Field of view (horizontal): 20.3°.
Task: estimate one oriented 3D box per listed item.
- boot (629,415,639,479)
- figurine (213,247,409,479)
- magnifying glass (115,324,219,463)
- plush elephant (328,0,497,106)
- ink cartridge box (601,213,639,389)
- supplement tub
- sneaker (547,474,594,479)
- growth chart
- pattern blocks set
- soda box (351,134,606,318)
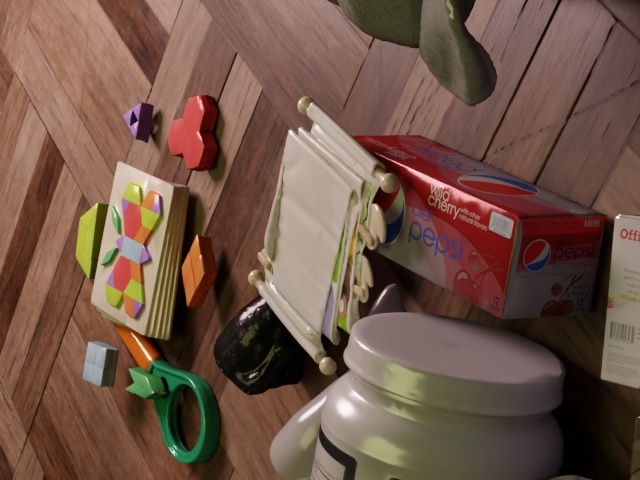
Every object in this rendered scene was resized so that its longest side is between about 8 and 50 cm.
[{"bbox_3d":[0.265,0.162,1.257,0.118,0.042,0.087,-19,80,57],"label":"boot"},{"bbox_3d":[0.009,0.092,1.611,0.209,0.092,0.215,-60,43,30],"label":"figurine"},{"bbox_3d":[-0.168,0.154,1.935,0.231,0.026,0.092,48,128,44],"label":"magnifying glass"},{"bbox_3d":[0.103,-0.250,1.330,0.272,0.330,0.255,51,149,35],"label":"plush elephant"},{"bbox_3d":[0.250,0.045,1.265,0.088,0.052,0.122,12,101,56],"label":"ink cartridge box"},{"bbox_3d":[0.083,0.210,1.391,0.191,0.191,0.272,30,114,53],"label":"supplement tub"},{"bbox_3d":[0.237,0.267,1.269,0.232,0.090,0.115,41,154,36],"label":"sneaker"},{"bbox_3d":[0.000,0.000,1.517,0.172,0.021,0.237,53,141,38],"label":"growth chart"},{"bbox_3d":[-0.197,0.009,1.951,0.285,0.026,0.325,-3,83,55],"label":"pattern blocks set"},{"bbox_3d":[0.111,-0.017,1.442,0.263,0.092,0.083,30,117,54],"label":"soda box"}]
